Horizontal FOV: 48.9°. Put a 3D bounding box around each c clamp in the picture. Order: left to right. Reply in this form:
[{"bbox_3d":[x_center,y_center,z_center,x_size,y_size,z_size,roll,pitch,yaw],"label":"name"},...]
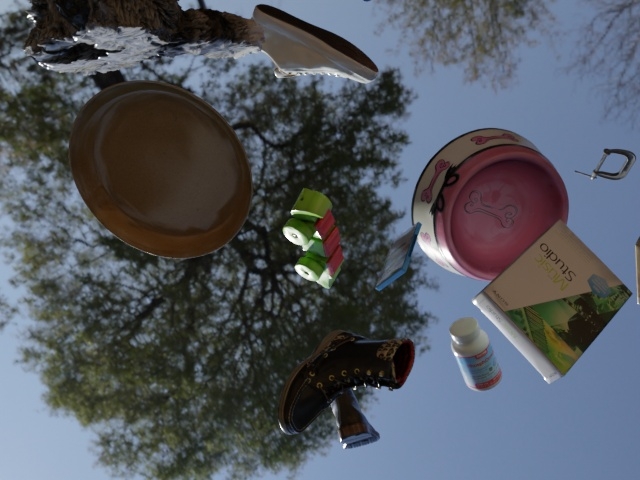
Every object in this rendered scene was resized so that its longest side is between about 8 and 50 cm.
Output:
[{"bbox_3d":[0.857,-0.225,2.103,0.137,0.160,0.022,19,-121,4],"label":"c clamp"}]

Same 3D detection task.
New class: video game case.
[{"bbox_3d":[0.198,0.039,1.776,0.119,0.015,0.166,-42,-162,48],"label":"video game case"}]

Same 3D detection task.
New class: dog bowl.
[{"bbox_3d":[0.451,-0.076,1.814,0.408,0.407,0.150,-23,-158,-5],"label":"dog bowl"}]

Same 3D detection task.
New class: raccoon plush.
[{"bbox_3d":[-0.324,-0.435,1.123,0.216,0.299,0.446,-14,178,40],"label":"raccoon plush"}]

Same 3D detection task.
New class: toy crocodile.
[{"bbox_3d":[0.000,0.000,1.594,0.105,0.340,0.115,20,-121,26],"label":"toy crocodile"}]

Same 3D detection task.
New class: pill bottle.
[{"bbox_3d":[0.347,0.255,1.587,0.087,0.160,0.087,-21,-155,11],"label":"pill bottle"}]

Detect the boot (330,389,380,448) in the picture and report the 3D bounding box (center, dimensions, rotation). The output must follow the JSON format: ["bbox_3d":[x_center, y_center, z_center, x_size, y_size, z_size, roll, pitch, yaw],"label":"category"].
[{"bbox_3d":[0.068,0.359,1.428,0.082,0.219,0.106,-16,-114,0],"label":"boot"}]

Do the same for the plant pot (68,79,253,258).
[{"bbox_3d":[-0.193,-0.086,0.867,0.236,0.236,0.032,-6,-152,18],"label":"plant pot"}]

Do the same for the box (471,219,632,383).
[{"bbox_3d":[0.504,0.121,1.512,0.322,0.058,0.232,-36,-102,-33],"label":"box"}]

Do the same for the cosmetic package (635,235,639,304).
[{"bbox_3d":[0.548,0.045,1.158,0.041,0.115,0.060,6,-150,38],"label":"cosmetic package"}]

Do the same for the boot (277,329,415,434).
[{"bbox_3d":[0.046,0.247,1.236,0.179,0.085,0.236,-4,-146,41],"label":"boot"}]

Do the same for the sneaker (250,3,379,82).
[{"bbox_3d":[-0.021,-0.385,1.493,0.290,0.123,0.106,26,-150,0],"label":"sneaker"}]
